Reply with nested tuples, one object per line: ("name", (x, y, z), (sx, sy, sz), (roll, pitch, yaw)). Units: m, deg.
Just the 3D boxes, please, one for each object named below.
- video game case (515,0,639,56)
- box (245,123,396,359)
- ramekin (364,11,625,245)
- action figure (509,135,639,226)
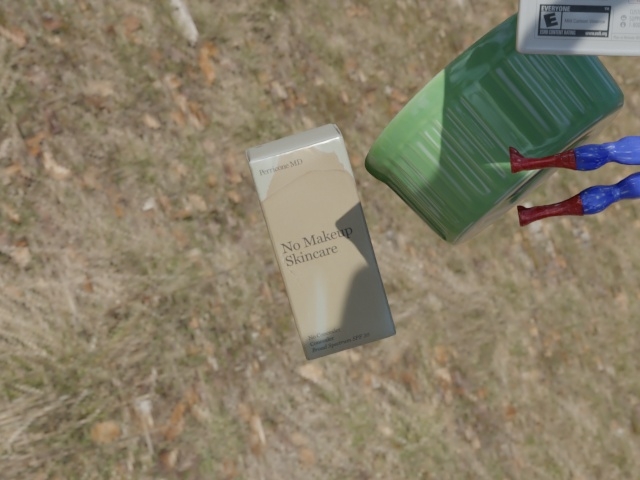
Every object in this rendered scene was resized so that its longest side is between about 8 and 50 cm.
("video game case", (0.278, -0.252, 0.856), (0.026, 0.226, 0.206), (-65, 157, -72))
("box", (0.000, 0.000, 1.562), (0.121, 0.147, 0.311), (-110, -178, -74))
("ramekin", (0.213, -0.130, 1.263), (0.148, 0.303, 0.303), (51, 16, 8))
("action figure", (0.327, -0.083, 1.029), (0.139, 0.280, 0.092), (-63, 144, -71))
